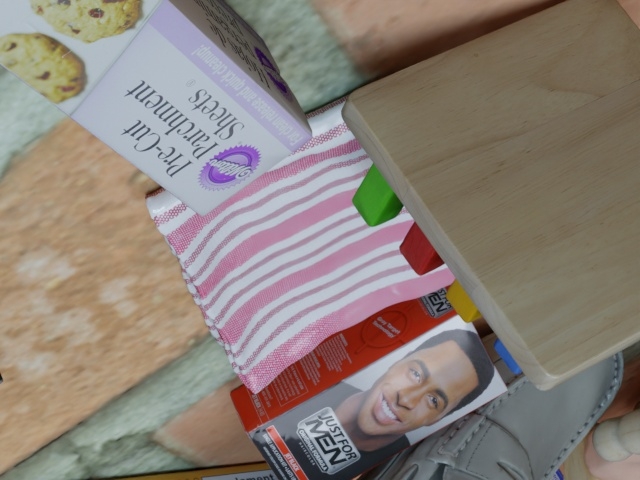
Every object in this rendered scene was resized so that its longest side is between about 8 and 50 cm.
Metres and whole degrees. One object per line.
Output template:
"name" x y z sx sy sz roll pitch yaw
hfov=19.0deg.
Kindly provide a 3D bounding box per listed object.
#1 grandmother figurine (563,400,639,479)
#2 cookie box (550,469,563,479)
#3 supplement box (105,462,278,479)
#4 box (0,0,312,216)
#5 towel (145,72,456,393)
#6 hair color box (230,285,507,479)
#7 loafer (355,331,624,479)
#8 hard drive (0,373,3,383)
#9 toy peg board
"grandmother figurine" 0.277 0.102 1.205 0.208 0.104 0.342 -29 172 -21
"cookie box" 0.138 0.219 1.413 0.107 0.040 0.092 -26 150 -6
"supplement box" -0.091 0.188 1.138 0.233 0.080 0.078 2 139 -39
"box" -0.103 -0.103 0.698 0.067 0.063 0.324 -33 150 9
"towel" 0.000 0.000 0.977 0.144 0.029 0.197 -28 150 -4
"hair color box" 0.028 0.087 1.094 0.141 0.043 0.072 -31 125 0
"loafer" 0.079 0.159 1.129 0.319 0.111 0.112 -41 128 -22
"hard drive" -0.233 0.093 0.925 0.135 0.022 0.094 -40 149 18
"toy peg board" 0.108 -0.014 0.901 0.161 0.160 0.079 -25 160 -28
